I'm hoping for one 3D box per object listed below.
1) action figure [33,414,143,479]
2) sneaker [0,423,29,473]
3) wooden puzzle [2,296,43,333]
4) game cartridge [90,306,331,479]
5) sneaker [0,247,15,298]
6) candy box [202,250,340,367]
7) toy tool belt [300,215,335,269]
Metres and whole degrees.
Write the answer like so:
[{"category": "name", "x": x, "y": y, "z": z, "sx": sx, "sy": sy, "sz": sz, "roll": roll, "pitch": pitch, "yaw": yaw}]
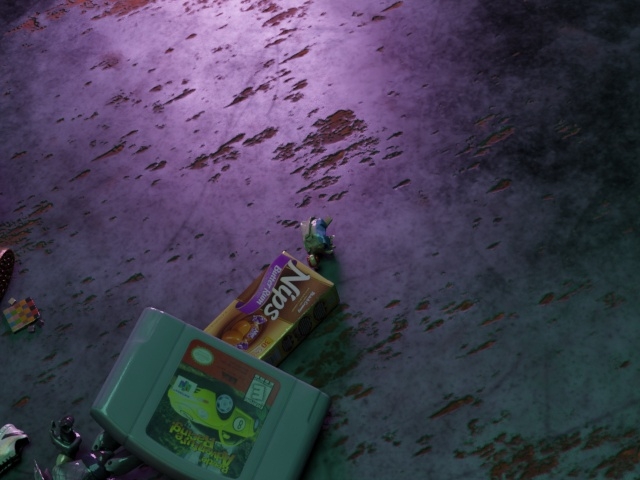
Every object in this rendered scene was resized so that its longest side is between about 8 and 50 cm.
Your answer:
[{"category": "action figure", "x": -0.296, "y": 0.299, "z": 1.636, "sx": 0.285, "sy": 0.099, "sz": 0.185, "roll": -38, "pitch": 59, "yaw": -12}, {"category": "sneaker", "x": -0.463, "y": 0.316, "z": 1.697, "sx": 0.043, "sy": 0.040, "sz": 0.109, "roll": 17, "pitch": 60, "yaw": 22}, {"category": "wooden puzzle", "x": -0.474, "y": 0.119, "z": 1.871, "sx": 0.049, "sy": 0.006, "sz": 0.083, "roll": -30, "pitch": 53, "yaw": -9}, {"category": "game cartridge", "x": -0.149, "y": 0.236, "z": 1.591, "sx": 0.294, "sy": 0.060, "sz": 0.196, "roll": 27, "pitch": 63, "yaw": -4}, {"category": "sneaker", "x": -0.562, "y": 0.089, "z": 1.877, "sx": 0.086, "sy": 0.064, "sz": 0.192, "roll": 7, "pitch": 58, "yaw": 13}, {"category": "candy box", "x": -0.073, "y": 0.114, "z": 1.748, "sx": 0.109, "sy": 0.053, "sz": 0.186, "roll": 33, "pitch": 68, "yaw": 32}, {"category": "toy tool belt", "x": 0.000, "y": 0.000, "z": 1.818, "sx": 0.051, "sy": 0.052, "sz": 0.083, "roll": -19, "pitch": 52, "yaw": 10}]
